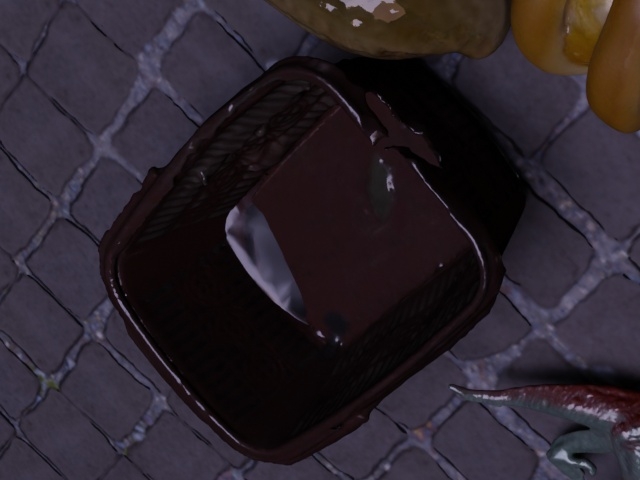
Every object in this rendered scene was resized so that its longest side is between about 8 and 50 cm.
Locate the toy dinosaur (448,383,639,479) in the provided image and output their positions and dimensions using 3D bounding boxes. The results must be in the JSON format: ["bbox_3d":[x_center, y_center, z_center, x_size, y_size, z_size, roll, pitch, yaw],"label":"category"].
[{"bbox_3d":[0.208,0.127,1.067,0.242,0.053,0.167,32,123,13],"label":"toy dinosaur"}]

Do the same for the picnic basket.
[{"bbox_3d":[0.000,0.000,1.075,0.222,0.129,0.297,49,130,1],"label":"picnic basket"}]

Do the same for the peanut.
[{"bbox_3d":[0.012,-0.186,0.973,0.236,0.120,0.110,27,151,7],"label":"peanut"}]

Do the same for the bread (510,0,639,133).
[{"bbox_3d":[0.241,-0.100,0.868,0.311,0.121,0.173,32,130,14],"label":"bread"}]
